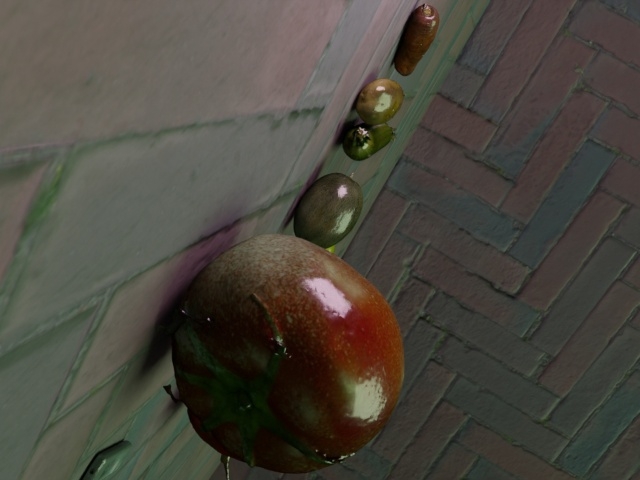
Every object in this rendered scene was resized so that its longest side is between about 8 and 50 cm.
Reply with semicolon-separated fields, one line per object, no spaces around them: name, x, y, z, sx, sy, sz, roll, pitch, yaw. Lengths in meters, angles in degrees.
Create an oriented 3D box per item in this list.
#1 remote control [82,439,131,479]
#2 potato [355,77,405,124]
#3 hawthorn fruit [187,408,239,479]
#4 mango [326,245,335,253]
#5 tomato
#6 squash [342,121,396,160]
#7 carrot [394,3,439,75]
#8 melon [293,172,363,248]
remote control;-0.301;0.316;0.946;0.053;0.018;0.124;-60;175;-5
potato;0.112;-0.259;1.253;0.091;0.070;0.138;-52;176;21
hawthorn fruit;-0.125;0.287;1.263;0.262;0.258;0.258;-30;171;-5
mango;-0.022;0.034;1.623;0.117;0.089;0.163;-65;-170;-25
tomato;-0.044;0.140;0.874;0.239;0.304;0.303;-45;166;-50
squash;0.090;-0.204;1.343;0.080;0.071;0.318;-51;175;19
carrot;0.188;-0.388;1.314;0.060;0.060;0.186;-57;174;-23
melon;0.016;-0.059;1.266;0.167;0.114;0.114;-58;174;-3
